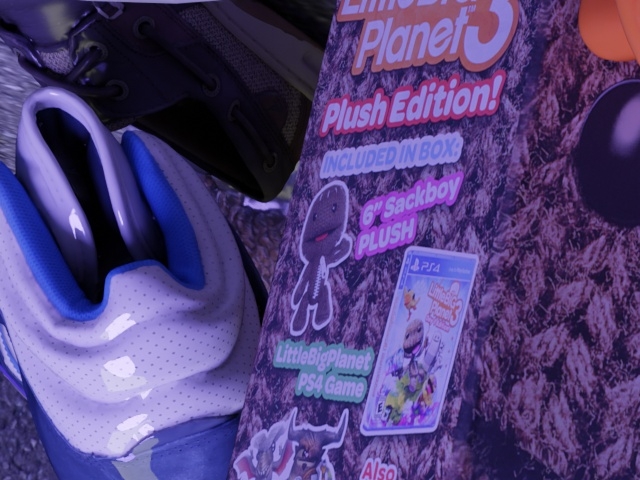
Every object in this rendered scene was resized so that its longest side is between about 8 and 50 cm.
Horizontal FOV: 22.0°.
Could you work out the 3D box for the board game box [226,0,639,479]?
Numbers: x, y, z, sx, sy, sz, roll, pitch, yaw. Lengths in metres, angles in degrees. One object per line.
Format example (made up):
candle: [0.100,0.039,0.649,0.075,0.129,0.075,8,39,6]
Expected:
board game box: [0.116,0.021,0.611,0.232,0.291,0.141,18,168,-29]

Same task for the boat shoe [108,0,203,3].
boat shoe: [-0.017,-0.139,0.290,0.500,0.156,0.186,1,171,33]

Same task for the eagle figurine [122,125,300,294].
eagle figurine: [0.003,0.010,1.127,0.298,0.225,0.226,-17,-150,5]

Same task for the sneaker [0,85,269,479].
sneaker: [-0.105,-0.001,0.792,0.130,0.323,0.236,-15,132,-13]

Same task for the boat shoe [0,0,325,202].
boat shoe: [-0.097,-0.096,0.808,0.102,0.092,0.285,6,167,40]

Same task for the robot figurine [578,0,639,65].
robot figurine: [0.166,-0.087,0.436,0.219,0.128,0.158,-4,120,59]
